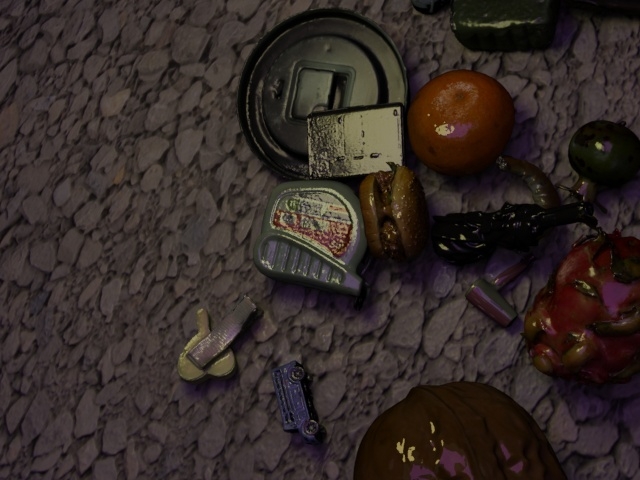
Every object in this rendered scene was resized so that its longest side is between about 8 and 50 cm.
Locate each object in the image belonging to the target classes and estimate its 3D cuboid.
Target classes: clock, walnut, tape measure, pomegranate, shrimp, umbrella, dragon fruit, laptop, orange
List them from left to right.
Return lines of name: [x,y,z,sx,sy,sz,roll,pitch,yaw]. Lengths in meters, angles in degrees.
tape measure: [0.000,0.001,1.848,0.243,0.125,0.246,13,81,16]
clock: [0.008,-0.304,1.932,0.386,0.076,0.386,-2,83,16]
laptop: [0.072,-0.203,1.848,0.207,0.026,0.154,-3,84,16]
tape measure: [0.244,-0.545,1.985,0.094,0.054,0.091,-21,63,6]
walnut: [0.238,0.438,1.548,0.354,0.308,0.398,-9,67,-22]
orange: [0.284,-0.234,1.815,0.224,0.170,0.224,-6,62,11]
umbrella: [0.355,-0.027,1.706,0.340,0.118,0.118,-15,67,42]
shrimp: [0.401,-0.090,1.751,0.166,0.049,0.161,37,53,-16]
dragon fruit: [0.491,0.134,1.598,0.291,0.269,0.250,-37,58,-1]
pomegranate: [0.543,-0.151,1.743,0.148,0.148,0.169,34,122,23]

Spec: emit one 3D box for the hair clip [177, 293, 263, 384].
hair clip: [-0.218,0.203,1.878,0.159,0.071,0.218,38,80,28]

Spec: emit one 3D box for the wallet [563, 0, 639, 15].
wallet: [0.649,-0.534,1.841,0.309,0.042,0.165,7,76,3]

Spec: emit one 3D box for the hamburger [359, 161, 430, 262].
hamburger: [0.149,-0.048,1.764,0.118,0.182,0.191,-11,36,24]

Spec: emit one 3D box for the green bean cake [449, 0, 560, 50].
green bean cake: [0.389,-0.517,1.898,0.227,0.125,0.222,6,77,20]

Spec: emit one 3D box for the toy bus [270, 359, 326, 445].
toy bus: [-0.044,0.328,1.787,0.076,0.073,0.167,-19,67,8]

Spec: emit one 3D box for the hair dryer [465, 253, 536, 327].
hair dryer: [0.368,0.084,1.759,0.106,0.054,0.154,38,82,18]
